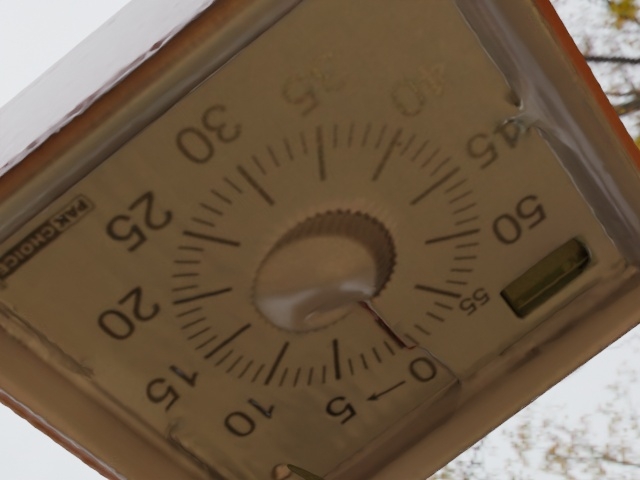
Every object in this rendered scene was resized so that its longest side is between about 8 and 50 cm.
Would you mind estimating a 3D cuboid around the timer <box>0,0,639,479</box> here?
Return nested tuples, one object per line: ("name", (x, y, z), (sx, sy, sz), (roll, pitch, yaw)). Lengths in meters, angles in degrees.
("timer", (0.000, 0.000, 0.509), (0.257, 0.161, 0.250), (-38, -68, 6))

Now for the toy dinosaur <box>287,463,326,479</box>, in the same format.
("toy dinosaur", (0.044, 0.172, 0.516), (0.058, 0.037, 0.180), (-22, -93, 17))
